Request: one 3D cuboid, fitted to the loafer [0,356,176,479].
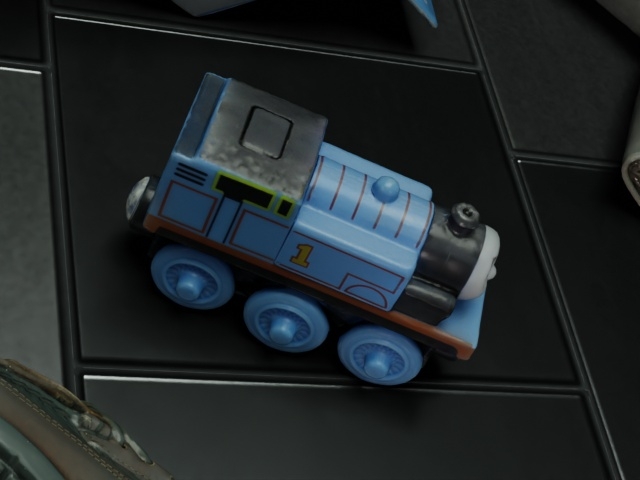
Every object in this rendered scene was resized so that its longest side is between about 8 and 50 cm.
[{"bbox_3d":[-0.087,0.117,0.536,0.267,0.096,0.084,42,28,-9],"label":"loafer"}]

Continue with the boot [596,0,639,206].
[{"bbox_3d":[0.212,-0.106,0.887,0.190,0.076,0.208,27,53,0],"label":"boot"}]

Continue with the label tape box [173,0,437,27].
[{"bbox_3d":[-0.090,-0.269,0.821,0.348,0.115,0.249,34,35,-44],"label":"label tape box"}]

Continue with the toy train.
[{"bbox_3d":[0.000,0.000,0.666,0.184,0.105,0.080,23,47,-6],"label":"toy train"}]
